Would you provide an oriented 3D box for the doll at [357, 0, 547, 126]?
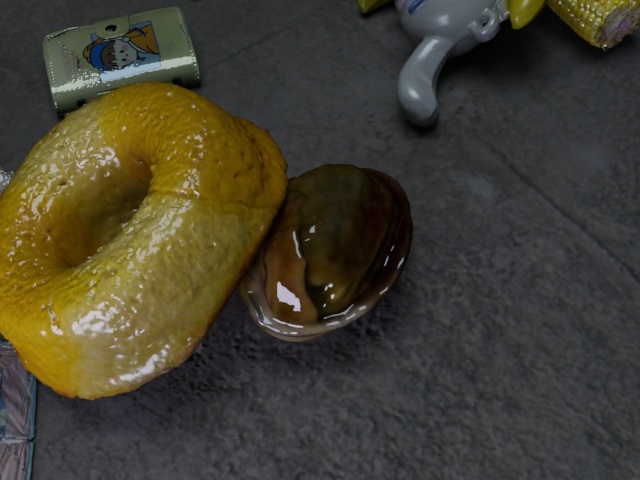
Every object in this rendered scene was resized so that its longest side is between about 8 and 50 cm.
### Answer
[{"bbox_3d":[0.140,-0.264,1.523,0.252,0.111,0.237,-41,47,8],"label":"doll"}]

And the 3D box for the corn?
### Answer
[{"bbox_3d":[0.253,-0.294,1.572,0.081,0.081,0.248,-24,52,-13],"label":"corn"}]

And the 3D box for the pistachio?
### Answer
[{"bbox_3d":[0.000,0.000,1.328,0.165,0.131,0.210,13,45,21],"label":"pistachio"}]

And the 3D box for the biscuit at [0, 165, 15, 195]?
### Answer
[{"bbox_3d":[-0.406,-0.016,1.429,0.239,0.062,0.108,-36,57,-20],"label":"biscuit"}]

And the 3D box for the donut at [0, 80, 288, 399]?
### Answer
[{"bbox_3d":[-0.175,-0.015,1.301,0.303,0.110,0.303,-21,45,23],"label":"donut"}]

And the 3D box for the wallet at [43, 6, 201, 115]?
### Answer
[{"bbox_3d":[-0.211,-0.193,1.567,0.155,0.039,0.110,-14,52,-6],"label":"wallet"}]

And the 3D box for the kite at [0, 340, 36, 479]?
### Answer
[{"bbox_3d":[-0.361,0.186,1.287,0.335,0.011,0.314,33,61,29],"label":"kite"}]
